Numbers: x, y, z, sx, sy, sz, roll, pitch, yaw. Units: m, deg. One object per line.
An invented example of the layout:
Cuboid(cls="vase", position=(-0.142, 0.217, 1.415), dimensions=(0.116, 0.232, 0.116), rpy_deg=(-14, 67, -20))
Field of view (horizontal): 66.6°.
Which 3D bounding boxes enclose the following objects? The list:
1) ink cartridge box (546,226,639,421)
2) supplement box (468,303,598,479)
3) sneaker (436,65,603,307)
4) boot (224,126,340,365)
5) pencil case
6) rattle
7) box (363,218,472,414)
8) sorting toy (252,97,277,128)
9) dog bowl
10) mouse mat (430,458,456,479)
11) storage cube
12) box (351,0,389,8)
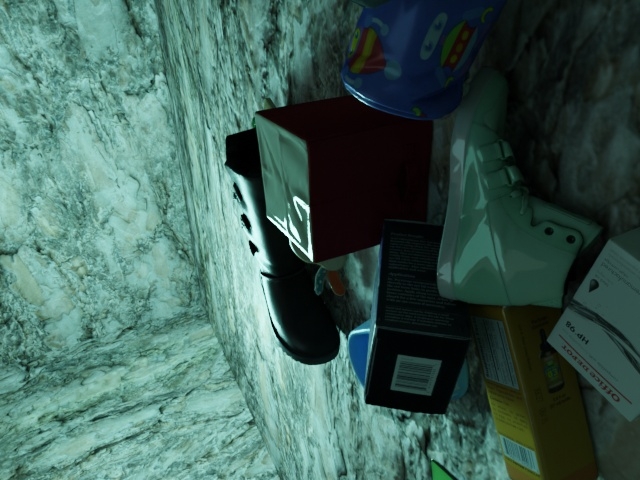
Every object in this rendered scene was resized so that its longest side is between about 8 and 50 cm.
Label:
Cuboid(cls="ink cartridge box", position=(0.286, 0.088, 0.448), dimensions=(0.104, 0.060, 0.180), rpy_deg=(52, 150, 40))
Cuboid(cls="supplement box", position=(0.248, 0.173, 0.574), dimensions=(0.080, 0.078, 0.234), rpy_deg=(-179, 75, -70))
Cuboid(cls="sneaker", position=(0.216, -0.054, 0.513), dimensions=(0.151, 0.094, 0.256), rpy_deg=(7, 94, 30))
Cuboid(cls="boot", position=(-0.084, 0.016, 1.086), dimensions=(0.367, 0.146, 0.445), rpy_deg=(51, 154, 45))
Cuboid(cls="pencil case", position=(0.127, -0.251, 0.422), dimensions=(0.119, 0.133, 0.306), rpy_deg=(-106, 33, -51))
Cuboid(cls="rattle", position=(0.000, 0.000, 1.013), dimensions=(0.143, 0.130, 0.200), rpy_deg=(45, 162, 56))
Cuboid(cls="box", position=(0.123, 0.094, 0.645), dimensions=(0.207, 0.108, 0.153), rpy_deg=(-77, -8, -52))
Cuboid(cls="sorting toy", position=(-0.081, -0.226, 1.097), dimensions=(0.275, 0.046, 0.132), rpy_deg=(59, 153, 32))
Cuboid(cls="dog bowl", position=(0.136, 0.208, 0.857), dimensions=(0.297, 0.074, 0.166), rpy_deg=(-34, 74, 66))
Cuboid(cls="mouse mat", position=(0.254, 0.510, 0.879), dimensions=(0.152, 0.007, 0.190), rpy_deg=(25, 129, 61))
Cuboid(cls="storage cube", position=(0.031, -0.105, 0.734), dimensions=(0.215, 0.193, 0.184), rpy_deg=(43, 143, 52))
Cuboid(cls="box", position=(0.113, -0.380, 0.255), dimensions=(0.318, 0.097, 0.395), rpy_deg=(1, 88, 49))
